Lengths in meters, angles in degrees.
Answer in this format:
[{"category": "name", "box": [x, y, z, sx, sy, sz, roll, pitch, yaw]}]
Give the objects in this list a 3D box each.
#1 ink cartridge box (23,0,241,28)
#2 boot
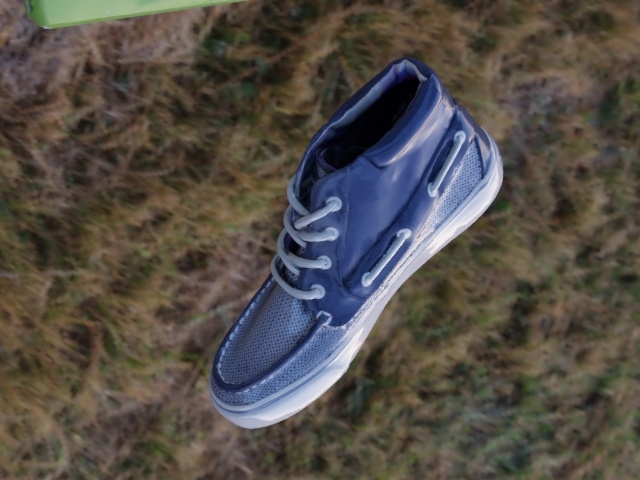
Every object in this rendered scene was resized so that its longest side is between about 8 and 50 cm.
[{"category": "ink cartridge box", "box": [-0.010, -0.201, 0.412, 0.189, 0.097, 0.255, -11, 138, -13]}, {"category": "boot", "box": [0.000, 0.000, 0.672, 0.190, 0.069, 0.086, -49, 138, -2]}]
